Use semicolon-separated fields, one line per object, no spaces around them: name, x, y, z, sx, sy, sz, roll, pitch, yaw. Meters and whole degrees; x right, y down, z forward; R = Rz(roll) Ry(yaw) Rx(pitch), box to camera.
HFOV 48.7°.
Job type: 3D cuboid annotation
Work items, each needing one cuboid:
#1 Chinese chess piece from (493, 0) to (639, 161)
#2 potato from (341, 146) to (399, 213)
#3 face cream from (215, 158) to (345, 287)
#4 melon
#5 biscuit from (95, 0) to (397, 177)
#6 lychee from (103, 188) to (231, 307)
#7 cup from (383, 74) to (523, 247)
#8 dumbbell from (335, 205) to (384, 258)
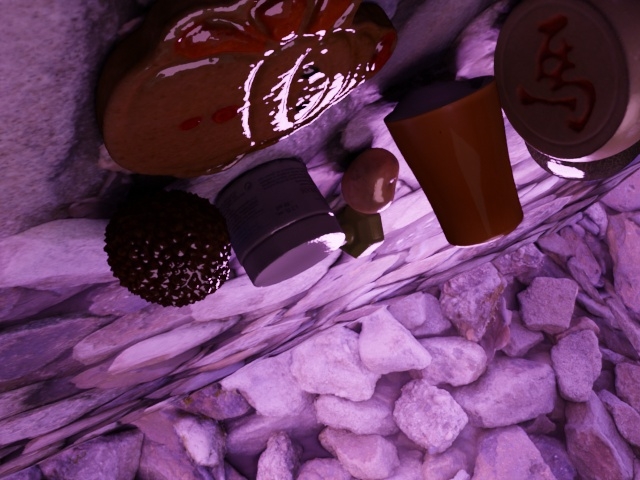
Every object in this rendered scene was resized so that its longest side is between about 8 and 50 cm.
Chinese chess piece;0.373;-0.247;1.028;0.102;0.273;0.273;-21;163;-26
potato;0.092;-0.107;1.300;0.112;0.112;0.147;-22;156;-22
face cream;-0.070;-0.029;1.183;0.177;0.152;0.177;-27;166;-7
melon;0.510;-0.232;1.362;0.238;0.237;0.302;-31;166;8
biscuit;-0.074;-0.194;0.829;0.381;0.074;0.359;-19;164;-19
lychee;-0.221;0.007;1.014;0.188;0.188;0.188;-26;164;-8
cup;0.230;-0.140;1.149;0.182;0.263;0.226;-15;-162;28
dumbbell;0.000;0.000;1.468;0.302;0.121;0.108;-13;-174;-41
